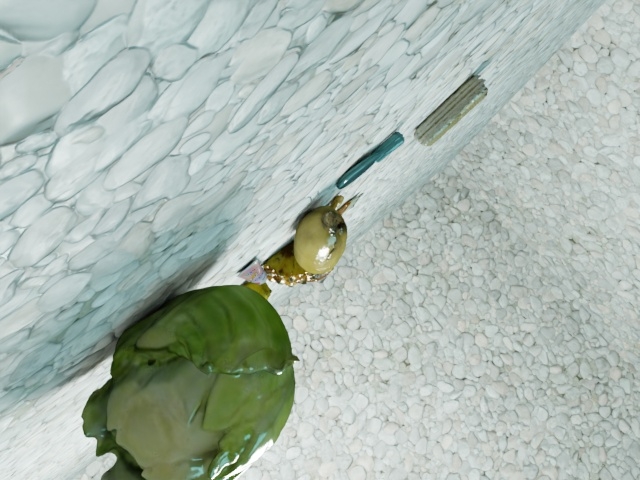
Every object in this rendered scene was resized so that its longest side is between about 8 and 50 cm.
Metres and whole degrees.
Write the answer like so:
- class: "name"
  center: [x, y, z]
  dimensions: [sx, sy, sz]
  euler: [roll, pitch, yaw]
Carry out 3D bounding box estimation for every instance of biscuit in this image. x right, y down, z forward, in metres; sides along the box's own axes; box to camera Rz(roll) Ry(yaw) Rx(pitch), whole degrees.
- class: "biscuit"
  center: [0.358, -0.351, 1.795]
  dimensions: [0.239, 0.062, 0.108]
  euler: [-43, 174, 17]

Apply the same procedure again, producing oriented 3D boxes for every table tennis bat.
- class: "table tennis bat"
  center: [0.119, -0.189, 1.578]
  dimensions: [0.201, 0.033, 0.124]
  euler: [-40, 177, 8]

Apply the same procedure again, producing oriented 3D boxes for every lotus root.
- class: "lotus root"
  center: [-0.003, 0.001, 1.677]
  dimensions: [0.146, 0.130, 0.303]
  euler: [-55, 170, -19]

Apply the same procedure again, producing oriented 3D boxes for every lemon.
- class: "lemon"
  center: [-0.194, 0.156, 1.873]
  dimensions: [0.110, 0.082, 0.082]
  euler: [-29, 175, 2]

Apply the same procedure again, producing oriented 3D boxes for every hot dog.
- class: "hot dog"
  center: [0.021, -0.077, 1.789]
  dimensions: [0.137, 0.028, 0.044]
  euler: [-43, -159, 47]

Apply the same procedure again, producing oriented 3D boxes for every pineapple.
- class: "pineapple"
  center: [-0.051, 0.063, 1.845]
  dimensions: [0.233, 0.135, 0.079]
  euler: [-38, 173, -22]

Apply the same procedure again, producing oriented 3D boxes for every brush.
- class: "brush"
  center: [0.016, -0.056, 2.014]
  dimensions: [0.314, 0.017, 0.090]
  euler: [-37, 171, -35]

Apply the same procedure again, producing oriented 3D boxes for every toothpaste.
- class: "toothpaste"
  center: [-0.171, 0.083, 1.694]
  dimensions: [0.067, 0.043, 0.194]
  euler: [-38, 169, -2]

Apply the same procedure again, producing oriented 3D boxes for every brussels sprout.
- class: "brussels sprout"
  center: [-0.220, 0.283, 1.270]
  dimensions: [0.425, 0.342, 0.361]
  euler: [-45, 167, 24]

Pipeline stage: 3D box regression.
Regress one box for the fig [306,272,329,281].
- class: "fig"
  center: [-0.049, 0.054, 2.048]
  dimensions: [0.146, 0.134, 0.201]
  euler: [-4, -172, -29]
